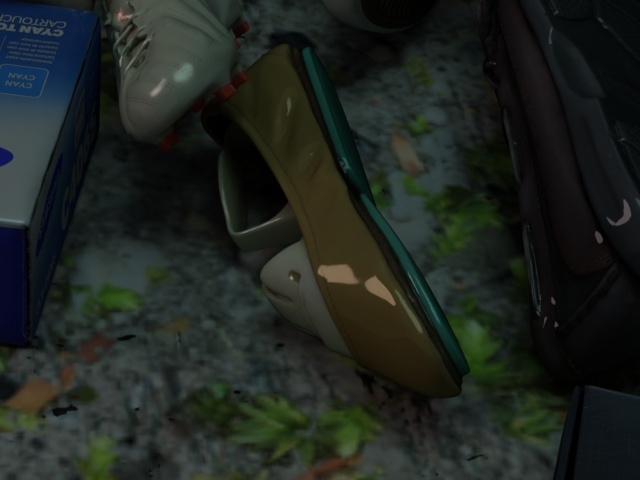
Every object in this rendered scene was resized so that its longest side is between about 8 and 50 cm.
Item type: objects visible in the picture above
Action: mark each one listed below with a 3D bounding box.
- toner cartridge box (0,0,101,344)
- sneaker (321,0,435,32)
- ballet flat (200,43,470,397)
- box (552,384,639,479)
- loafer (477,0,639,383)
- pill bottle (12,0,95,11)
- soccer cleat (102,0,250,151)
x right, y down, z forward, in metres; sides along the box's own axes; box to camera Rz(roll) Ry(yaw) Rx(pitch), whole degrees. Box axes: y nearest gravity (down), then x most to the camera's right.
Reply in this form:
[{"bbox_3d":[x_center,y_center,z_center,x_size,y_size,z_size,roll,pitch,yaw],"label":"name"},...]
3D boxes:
[{"bbox_3d":[-0.285,-0.055,0.879,0.347,0.075,0.165,8,41,0],"label":"toner cartridge box"},{"bbox_3d":[0.020,-0.197,1.080,0.123,0.106,0.290,13,29,11],"label":"sneaker"},{"bbox_3d":[0.000,0.000,0.874,0.073,0.080,0.232,-27,42,3],"label":"ballet flat"},{"bbox_3d":[0.193,0.151,0.711,0.232,0.059,0.183,12,36,6],"label":"box"},{"bbox_3d":[0.116,-0.055,0.927,0.109,0.095,0.302,31,29,-26],"label":"loafer"},{"bbox_3d":[-0.158,-0.213,0.981,0.121,0.121,0.221,8,71,1],"label":"pill bottle"},{"bbox_3d":[-0.077,-0.099,0.924,0.076,0.068,0.196,47,14,-15],"label":"soccer cleat"}]
